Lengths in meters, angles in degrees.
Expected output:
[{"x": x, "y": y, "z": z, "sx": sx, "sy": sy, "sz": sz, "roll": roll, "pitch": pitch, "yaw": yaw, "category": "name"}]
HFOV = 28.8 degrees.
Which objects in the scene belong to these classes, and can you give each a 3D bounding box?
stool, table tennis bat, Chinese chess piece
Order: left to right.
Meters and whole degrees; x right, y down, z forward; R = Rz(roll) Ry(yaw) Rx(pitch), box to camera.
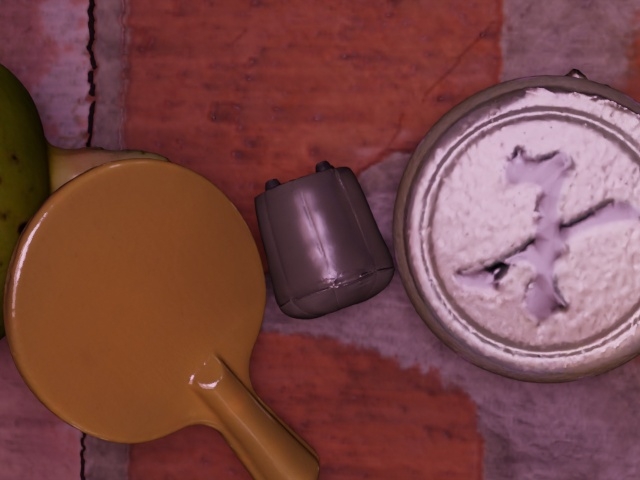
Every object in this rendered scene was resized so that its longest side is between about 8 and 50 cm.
[{"x": -0.097, "y": 0.084, "z": 0.916, "sx": 0.198, "sy": 0.050, "sz": 0.321, "roll": -48, "pitch": 120, "yaw": -21, "category": "table tennis bat"}, {"x": 0.000, "y": 0.000, "z": 0.947, "sx": 0.096, "sy": 0.096, "sz": 0.110, "roll": -20, "pitch": 86, "yaw": 9, "category": "stool"}, {"x": 0.167, "y": -0.012, "z": 0.923, "sx": 0.238, "sy": 0.092, "sz": 0.237, "roll": 0, "pitch": 93, "yaw": 8, "category": "Chinese chess piece"}]

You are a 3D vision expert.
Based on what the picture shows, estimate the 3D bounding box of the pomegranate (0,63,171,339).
[{"x": -0.281, "y": -0.025, "z": 0.920, "sx": 0.341, "sy": 0.260, "sz": 0.260, "roll": 0, "pitch": 94, "yaw": -8, "category": "pomegranate"}]
